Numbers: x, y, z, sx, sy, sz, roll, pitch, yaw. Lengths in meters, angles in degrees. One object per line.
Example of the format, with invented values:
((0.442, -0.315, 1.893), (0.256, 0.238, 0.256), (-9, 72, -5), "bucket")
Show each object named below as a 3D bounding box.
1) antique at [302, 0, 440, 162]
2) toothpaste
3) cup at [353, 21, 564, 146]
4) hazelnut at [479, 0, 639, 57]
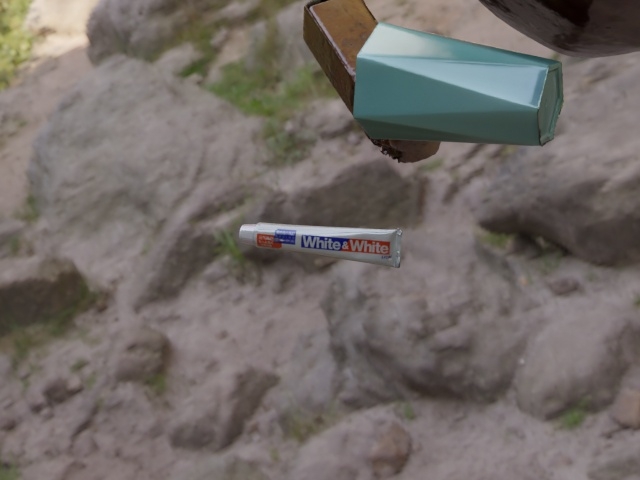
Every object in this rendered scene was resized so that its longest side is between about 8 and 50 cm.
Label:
((0.080, -0.254, 1.948), (0.093, 0.087, 0.310), (-21, 61, -16), "antique")
((0.000, 0.000, 1.619), (0.218, 0.052, 0.033), (6, 12, 17), "toothpaste")
((0.171, -0.182, 1.531), (0.235, 0.134, 0.148), (11, 51, 26), "cup")
((0.340, -0.437, 1.522), (0.402, 0.402, 0.429), (-36, -5, -22), "hazelnut")
